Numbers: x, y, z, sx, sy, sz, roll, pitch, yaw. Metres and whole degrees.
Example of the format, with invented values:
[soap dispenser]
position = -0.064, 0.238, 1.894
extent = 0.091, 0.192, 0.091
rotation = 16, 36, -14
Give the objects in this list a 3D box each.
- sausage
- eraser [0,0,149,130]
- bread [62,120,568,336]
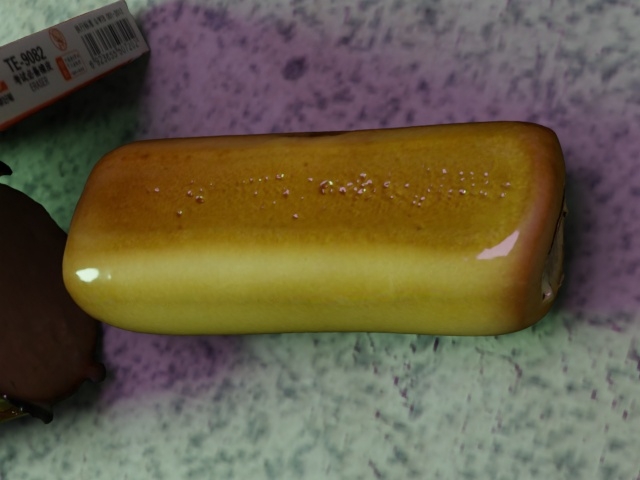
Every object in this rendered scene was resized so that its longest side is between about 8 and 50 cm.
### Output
[sausage]
position = -0.269, 0.063, 0.856
extent = 0.317, 0.117, 0.125
rotation = -19, 101, 26
[eraser]
position = -0.194, -0.050, 0.797
extent = 0.157, 0.230, 0.038
rotation = -23, 99, 24
[bread]
position = 0.000, 0.000, 0.738
extent = 0.239, 0.074, 0.093
rotation = 0, 59, 31
